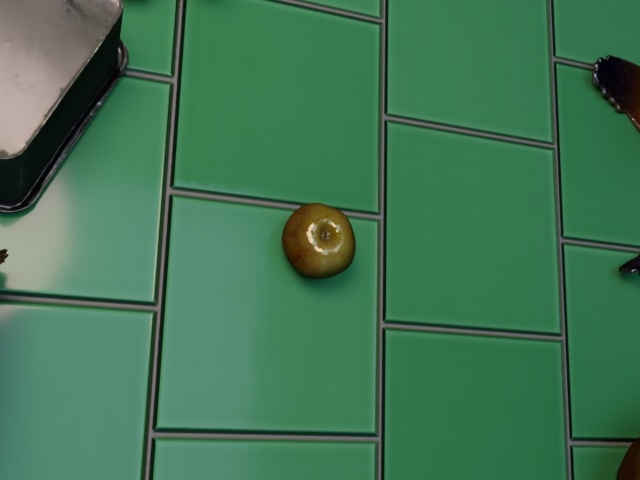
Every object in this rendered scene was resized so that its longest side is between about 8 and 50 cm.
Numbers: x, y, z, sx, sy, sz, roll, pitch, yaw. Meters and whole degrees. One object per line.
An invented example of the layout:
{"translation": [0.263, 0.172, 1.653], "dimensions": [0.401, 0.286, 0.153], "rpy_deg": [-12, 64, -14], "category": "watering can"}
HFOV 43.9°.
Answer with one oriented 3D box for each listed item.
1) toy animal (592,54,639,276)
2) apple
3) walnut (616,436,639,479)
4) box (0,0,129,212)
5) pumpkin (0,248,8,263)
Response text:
{"translation": [0.524, -0.103, 1.055], "dimensions": [0.302, 0.225, 0.284], "rpy_deg": [-4, 99, -33], "category": "toy animal"}
{"translation": [0.000, 0.000, 0.852], "dimensions": [0.084, 0.071, 0.084], "rpy_deg": [5, 76, -21], "category": "apple"}
{"translation": [0.459, 0.275, 0.905], "dimensions": [0.298, 0.203, 0.203], "rpy_deg": [-12, 83, -25], "category": "walnut"}
{"translation": [-0.289, -0.161, 0.740], "dimensions": [0.163, 0.135, 0.243], "rpy_deg": [33, 68, -12], "category": "box"}
{"translation": [-0.353, 0.143, 0.628], "dimensions": [0.148, 0.169, 0.312], "rpy_deg": [11, 74, -21], "category": "pumpkin"}
